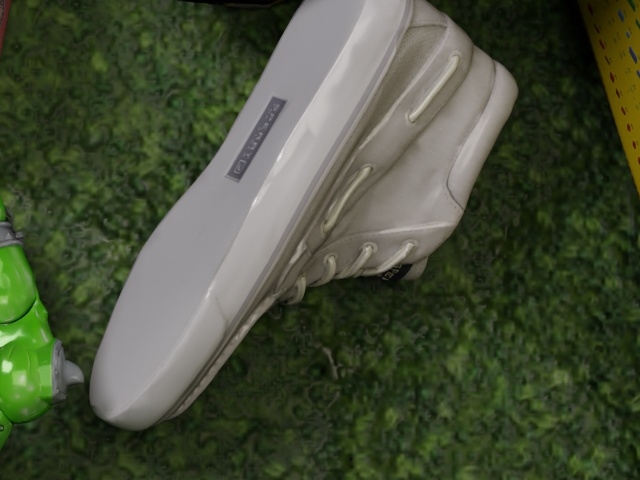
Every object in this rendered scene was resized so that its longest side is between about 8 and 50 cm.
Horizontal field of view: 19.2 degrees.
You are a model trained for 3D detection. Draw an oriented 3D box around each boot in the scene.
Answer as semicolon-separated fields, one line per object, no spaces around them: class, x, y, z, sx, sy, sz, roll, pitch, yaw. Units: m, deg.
boot;0.000;0.000;0.933;0.123;0.095;0.258;32;93;-29

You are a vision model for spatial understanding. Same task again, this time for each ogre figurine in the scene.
ogre figurine;-0.200;0.070;0.876;0.197;0.097;0.118;-38;79;-26

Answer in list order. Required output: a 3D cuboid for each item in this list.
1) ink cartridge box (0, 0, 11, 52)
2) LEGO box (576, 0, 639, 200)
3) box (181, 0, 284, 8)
ink cartridge box;-0.175;-0.191;0.899;0.067;0.115;0.198;10;84;1
LEGO box;0.335;-0.140;0.934;0.372;0.193;0.500;-10;73;-14
box;0.043;-0.275;0.877;0.079;0.322;0.257;-5;81;-48
